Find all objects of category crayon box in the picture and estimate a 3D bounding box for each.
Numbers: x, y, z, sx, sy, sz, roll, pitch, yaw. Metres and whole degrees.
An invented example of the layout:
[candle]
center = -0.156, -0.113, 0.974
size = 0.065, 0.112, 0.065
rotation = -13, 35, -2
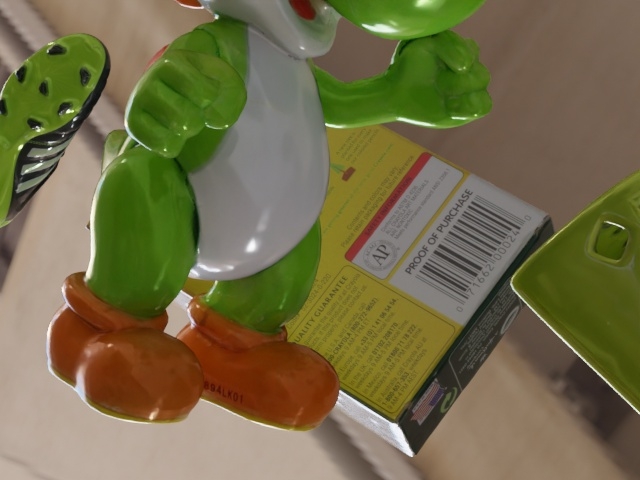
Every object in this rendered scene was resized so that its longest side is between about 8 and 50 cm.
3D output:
[crayon box]
center = 0.000, 0.000, 1.426
size = 0.319, 0.081, 0.202
rotation = 31, -105, 26

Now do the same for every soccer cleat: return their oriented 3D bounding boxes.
[soccer cleat]
center = -0.203, -0.078, 1.296
size = 0.060, 0.179, 0.072
rotation = 44, -159, 11

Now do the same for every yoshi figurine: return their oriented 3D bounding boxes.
[yoshi figurine]
center = -0.008, -0.076, 0.953
size = 0.203, 0.362, 0.203
rotation = 15, -174, -3

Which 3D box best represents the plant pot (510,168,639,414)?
[plant pot]
center = 0.288, 0.029, 1.144
size = 0.227, 0.207, 0.228
rotation = 45, -165, 17
